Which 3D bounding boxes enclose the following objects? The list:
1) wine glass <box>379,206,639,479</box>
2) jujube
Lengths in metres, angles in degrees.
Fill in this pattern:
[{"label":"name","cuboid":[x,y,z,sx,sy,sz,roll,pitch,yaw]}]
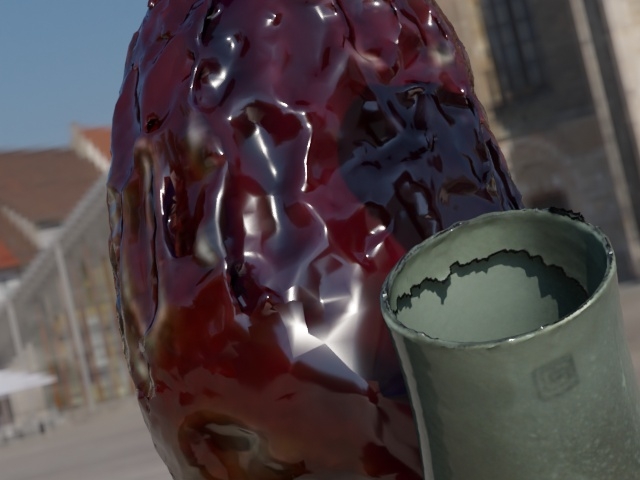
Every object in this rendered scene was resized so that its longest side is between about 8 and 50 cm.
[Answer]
[{"label":"wine glass","cuboid":[0.092,0.106,0.677,0.103,0.231,0.103,-11,30,7]},{"label":"jujube","cuboid":[0.000,0.000,1.023,0.258,0.377,0.258,-12,-27,-6]}]
